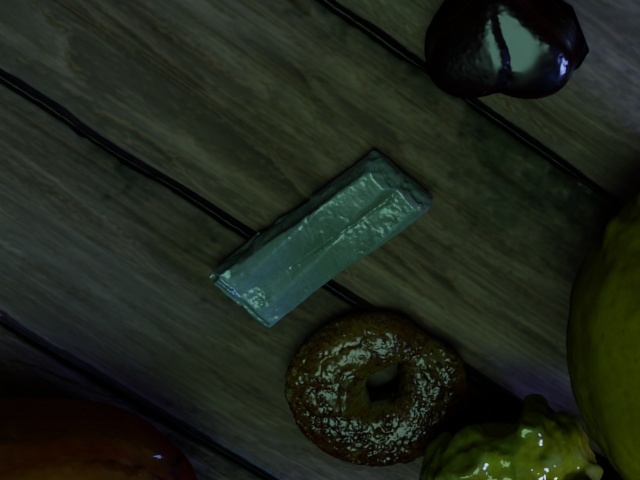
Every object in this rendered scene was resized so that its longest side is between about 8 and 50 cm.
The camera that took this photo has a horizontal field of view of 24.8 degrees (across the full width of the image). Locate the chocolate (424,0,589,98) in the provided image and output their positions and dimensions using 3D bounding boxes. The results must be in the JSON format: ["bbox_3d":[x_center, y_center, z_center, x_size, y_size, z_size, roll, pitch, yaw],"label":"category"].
[{"bbox_3d":[0.166,-0.175,1.275,0.149,0.080,0.125,5,123,4],"label":"chocolate"}]

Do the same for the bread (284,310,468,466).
[{"bbox_3d":[0.057,0.158,1.503,0.193,0.064,0.193,1,119,3],"label":"bread"}]

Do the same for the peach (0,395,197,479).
[{"bbox_3d":[-0.292,0.310,1.495,0.373,0.290,0.372,0,122,0],"label":"peach"}]

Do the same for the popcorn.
[{"bbox_3d":[0.196,0.249,1.473,0.198,0.197,0.155,-28,78,20],"label":"popcorn"}]

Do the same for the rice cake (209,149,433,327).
[{"bbox_3d":[0.000,0.000,1.421,0.226,0.040,0.085,-36,112,24],"label":"rice cake"}]

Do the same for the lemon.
[{"bbox_3d":[0.357,0.110,1.334,0.316,0.285,0.285,42,118,3],"label":"lemon"}]

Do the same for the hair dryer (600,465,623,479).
[{"bbox_3d":[0.300,0.319,1.474,0.197,0.251,0.089,-39,100,23],"label":"hair dryer"}]
